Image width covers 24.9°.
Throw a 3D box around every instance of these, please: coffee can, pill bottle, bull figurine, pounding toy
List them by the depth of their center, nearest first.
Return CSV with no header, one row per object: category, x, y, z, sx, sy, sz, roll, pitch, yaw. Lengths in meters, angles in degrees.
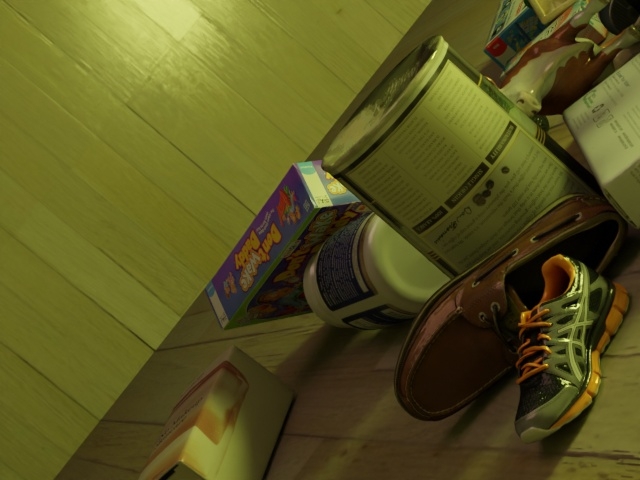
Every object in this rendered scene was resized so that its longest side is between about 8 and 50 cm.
coffee can,0.168,-0.068,1.639,0.201,0.275,0.201,-47,11,12
bull figurine,0.317,-0.211,1.780,0.188,0.101,0.310,-41,-13,26
pill bottle,0.081,0.040,1.962,0.153,0.153,0.265,-54,12,-23
pounding toy,0.366,-0.408,2.284,0.141,0.130,0.100,-34,-14,23

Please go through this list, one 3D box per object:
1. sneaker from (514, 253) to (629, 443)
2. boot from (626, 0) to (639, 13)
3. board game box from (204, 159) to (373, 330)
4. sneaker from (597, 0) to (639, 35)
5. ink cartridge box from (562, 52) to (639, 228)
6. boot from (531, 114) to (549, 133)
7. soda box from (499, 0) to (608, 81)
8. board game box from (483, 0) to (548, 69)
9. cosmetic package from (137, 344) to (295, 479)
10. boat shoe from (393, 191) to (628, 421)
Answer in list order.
sneaker,0.218,0.101,1.360,0.084,0.083,0.215,-37,17,45
boot,0.575,-0.462,1.722,0.367,0.146,0.445,-36,-11,-47
board game box,0.000,0.000,2.163,0.233,0.078,0.347,-10,-27,-34
sneaker,0.493,-0.417,1.993,0.319,0.112,0.131,-48,13,4
ink cartridge box,0.420,-0.177,1.531,0.330,0.071,0.324,-38,13,13
boot,0.225,-0.099,2.086,0.208,0.076,0.190,-34,3,35
soda box,0.363,-0.295,2.239,0.183,0.063,0.058,-41,14,41
board game box,0.429,-0.452,2.469,0.302,0.086,0.308,-43,12,32
cosmetic package,-0.157,0.303,2.087,0.153,0.129,0.296,-46,10,27
boat shoe,0.192,0.069,1.505,0.307,0.111,0.104,-49,9,2
